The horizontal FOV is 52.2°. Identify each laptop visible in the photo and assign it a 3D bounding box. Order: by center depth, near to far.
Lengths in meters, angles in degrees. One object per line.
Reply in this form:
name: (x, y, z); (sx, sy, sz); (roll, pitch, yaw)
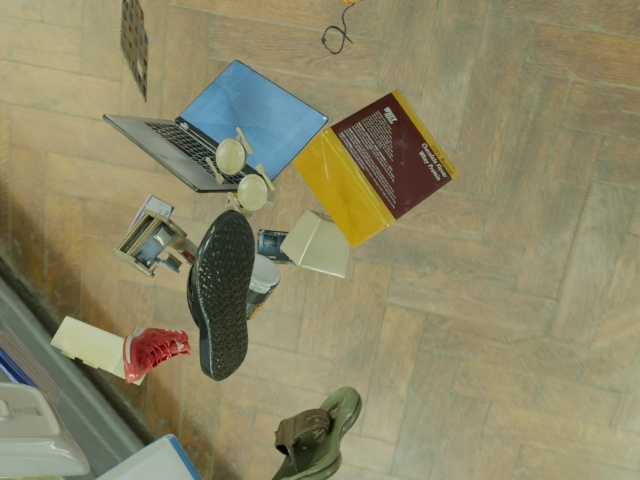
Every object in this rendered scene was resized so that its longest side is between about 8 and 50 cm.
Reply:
laptop: (-0.268, -0.321, 1.724); (0.382, 0.408, 0.236); (36, 112, 24)

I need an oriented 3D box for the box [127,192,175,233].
box: (-0.460, -0.057, 1.766); (0.072, 0.137, 0.126); (31, 87, -18)

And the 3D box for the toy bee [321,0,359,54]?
toy bee: (0.070, -0.554, 1.334); (0.162, 0.195, 0.298); (12, 141, 46)

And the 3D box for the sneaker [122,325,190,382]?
sneaker: (-0.350, 0.235, 1.413); (0.128, 0.221, 0.087); (-4, 107, -6)

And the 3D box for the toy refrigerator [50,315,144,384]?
toy refrigerator: (-0.563, 0.283, 1.674); (0.270, 0.094, 0.102); (12, 158, 35)

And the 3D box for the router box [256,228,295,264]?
router box: (-0.124, 0.020, 1.900); (0.123, 0.038, 0.092); (5, 72, -14)

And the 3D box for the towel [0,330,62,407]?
towel: (-0.762, 0.334, 1.678); (0.040, 0.336, 0.243); (-41, 98, -17)

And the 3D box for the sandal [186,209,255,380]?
sandal: (-0.244, 0.128, 1.481); (0.107, 0.168, 0.445); (26, 125, 29)

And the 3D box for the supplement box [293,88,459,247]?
supplement box: (0.098, -0.127, 1.155); (0.191, 0.194, 0.129); (55, 150, 1)

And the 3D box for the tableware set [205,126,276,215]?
tableware set: (-0.182, -0.157, 1.559); (0.128, 0.039, 0.194); (-39, 74, 26)

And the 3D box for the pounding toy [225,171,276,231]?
pounding toy: (-0.226, -0.112, 1.897); (0.094, 0.206, 0.181); (28, 144, -33)

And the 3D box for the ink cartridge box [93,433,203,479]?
ink cartridge box: (-0.228, 0.438, 0.808); (0.285, 0.166, 0.395); (56, 141, 7)

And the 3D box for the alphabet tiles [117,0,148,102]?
alphabet tiles: (-0.426, -0.471, 1.497); (0.009, 0.198, 0.237); (-6, 65, 0)

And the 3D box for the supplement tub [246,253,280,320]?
supplement tub: (-0.195, 0.134, 1.724); (0.117, 0.117, 0.190); (35, 124, -3)

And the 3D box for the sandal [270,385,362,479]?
sandal: (-0.023, 0.286, 0.959); (0.120, 0.303, 0.086); (-32, 93, 20)

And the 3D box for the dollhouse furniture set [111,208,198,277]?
dollhouse furniture set: (-0.358, 0.040, 1.530); (0.129, 0.129, 0.183); (-54, 128, -15)

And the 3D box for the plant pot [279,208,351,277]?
plant pot: (0.000, 0.000, 1.274); (0.109, 0.109, 0.096); (15, 101, -27)

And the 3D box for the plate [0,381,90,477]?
plate: (-0.511, 0.268, 0.978); (0.278, 0.277, 0.045); (15, 94, -37)
